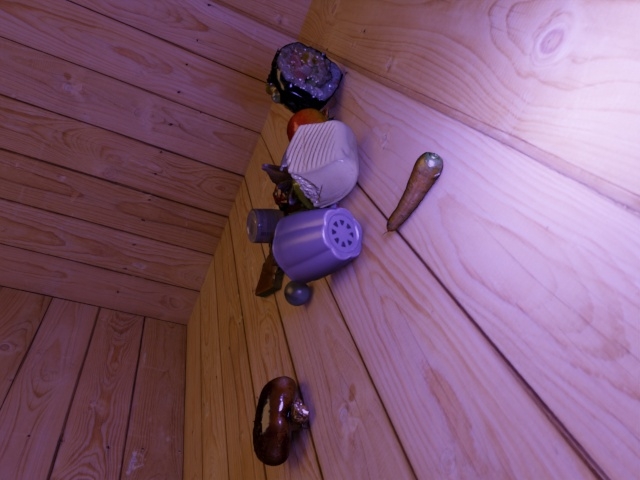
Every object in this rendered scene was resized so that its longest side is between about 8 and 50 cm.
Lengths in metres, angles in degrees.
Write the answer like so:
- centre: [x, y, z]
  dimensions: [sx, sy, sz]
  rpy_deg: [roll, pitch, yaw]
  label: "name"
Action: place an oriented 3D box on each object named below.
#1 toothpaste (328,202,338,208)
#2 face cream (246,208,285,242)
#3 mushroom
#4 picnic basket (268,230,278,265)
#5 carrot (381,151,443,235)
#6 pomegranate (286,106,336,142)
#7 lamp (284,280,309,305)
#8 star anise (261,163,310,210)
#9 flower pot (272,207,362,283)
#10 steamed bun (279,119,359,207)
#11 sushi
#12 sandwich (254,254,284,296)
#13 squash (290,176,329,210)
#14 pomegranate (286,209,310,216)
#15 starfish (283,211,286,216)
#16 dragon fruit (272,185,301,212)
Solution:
- centre: [0.053, -0.153, 1.975]
  dimensions: [0.194, 0.043, 0.067]
  rpy_deg: [-86, 21, -44]
  label: "toothpaste"
- centre: [-0.276, -0.073, 2.508]
  dimensions: [0.177, 0.153, 0.177]
  rpy_deg: [180, 90, -65]
  label: "face cream"
- centre: [-0.150, 0.618, 1.720]
  dimensions: [0.278, 0.163, 0.297]
  rpy_deg: [-48, 31, 48]
  label: "mushroom"
- centre: [-0.173, 0.017, 2.270]
  dimensions: [0.137, 0.128, 0.178]
  rpy_deg: [-107, 22, -51]
  label: "picnic basket"
- centre: [0.253, -0.118, 1.416]
  dimensions: [0.078, 0.078, 0.298]
  rpy_deg: [-100, 31, -49]
  label: "carrot"
- centre: [-0.039, -0.497, 2.233]
  dimensions: [0.235, 0.210, 0.210]
  rpy_deg: [-43, 26, 4]
  label: "pomegranate"
- centre: [-0.093, 0.207, 1.970]
  dimensions: [0.105, 0.105, 0.105]
  rpy_deg: [-50, 31, 45]
  label: "lamp"
- centre: [-0.106, -0.228, 2.113]
  dimensions: [0.109, 0.292, 0.349]
  rpy_deg: [-46, 65, 17]
  label: "star anise"
- centre: [0.000, 0.000, 1.714]
  dimensions: [0.243, 0.265, 0.265]
  rpy_deg: [-23, 53, 52]
  label: "flower pot"
- centre: [0.031, -0.281, 1.893]
  dimensions: [0.274, 0.272, 0.290]
  rpy_deg: [-7, 59, 22]
  label: "steamed bun"
- centre: [-0.102, -0.723, 2.352]
  dimensions: [0.285, 0.328, 0.328]
  rpy_deg: [-41, 32, 54]
  label: "sushi"
- centre: [-0.243, 0.197, 2.402]
  dimensions: [0.245, 0.063, 0.212]
  rpy_deg: [-70, 23, 11]
  label: "sandwich"
- centre: [-0.028, -0.218, 1.993]
  dimensions: [0.041, 0.219, 0.219]
  rpy_deg: [-22, 50, 36]
  label: "squash"
- centre: [-0.051, -0.035, 1.982]
  dimensions: [0.224, 0.181, 0.181]
  rpy_deg: [5, 78, 46]
  label: "pomegranate"
- centre: [-0.185, -0.180, 2.545]
  dimensions: [0.176, 0.053, 0.208]
  rpy_deg: [-168, 76, -68]
  label: "starfish"
- centre: [-0.136, -0.212, 2.313]
  dimensions: [0.182, 0.189, 0.182]
  rpy_deg: [-10, 70, 30]
  label: "dragon fruit"
